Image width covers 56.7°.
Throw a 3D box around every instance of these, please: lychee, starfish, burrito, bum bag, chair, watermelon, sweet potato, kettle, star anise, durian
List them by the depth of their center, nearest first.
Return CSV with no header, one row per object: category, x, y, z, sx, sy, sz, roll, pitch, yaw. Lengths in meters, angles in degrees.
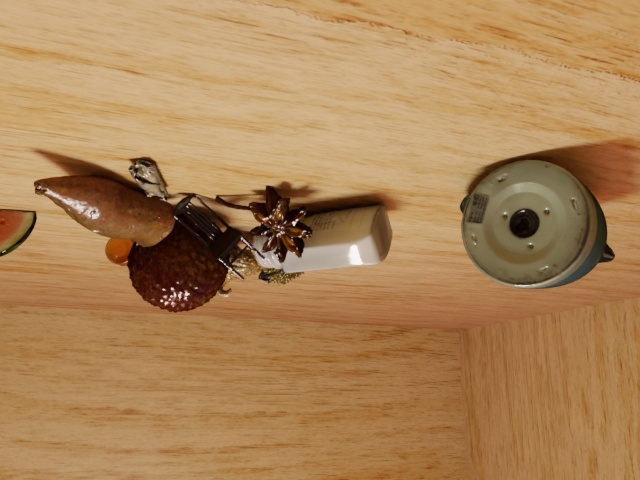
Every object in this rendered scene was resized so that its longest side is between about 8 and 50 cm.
burrito,-0.356,-0.123,1.238,0.051,0.042,0.171,4,168,-1
sweet potato,-0.468,-0.075,1.265,0.131,0.131,0.337,-9,163,30
kettle,0.454,-0.031,1.273,0.319,0.247,0.342,29,-169,35
star anise,-0.114,-0.057,1.334,0.234,0.073,0.177,46,127,-5
chair,-0.238,-0.012,1.366,0.212,0.084,0.101,47,172,-31
lychee,-0.349,0.058,1.503,0.261,0.260,0.260,0,165,0
watermelon,-0.822,-0.014,1.532,0.193,0.137,0.145,-39,176,-20
starfish,-0.167,0.052,1.710,0.303,0.113,0.312,-23,174,-21
durian,-0.109,0.086,1.894,0.146,0.102,0.208,13,158,-21
bum bag,-0.172,0.116,2.096,0.087,0.049,0.197,-2,165,-11

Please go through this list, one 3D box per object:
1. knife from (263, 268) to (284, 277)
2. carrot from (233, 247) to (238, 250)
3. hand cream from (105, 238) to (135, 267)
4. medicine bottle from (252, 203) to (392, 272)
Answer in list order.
knife,-0.082,0.077,1.800,0.222,0.021,0.045,-16,-160,30
carrot,-0.274,0.054,1.858,0.060,0.060,0.186,-1,168,6
hand cream,-0.544,0.052,1.806,0.140,0.089,0.314,1,169,2
medicine bottle,0.000,0.000,1.438,0.324,0.179,0.124,-6,119,24
